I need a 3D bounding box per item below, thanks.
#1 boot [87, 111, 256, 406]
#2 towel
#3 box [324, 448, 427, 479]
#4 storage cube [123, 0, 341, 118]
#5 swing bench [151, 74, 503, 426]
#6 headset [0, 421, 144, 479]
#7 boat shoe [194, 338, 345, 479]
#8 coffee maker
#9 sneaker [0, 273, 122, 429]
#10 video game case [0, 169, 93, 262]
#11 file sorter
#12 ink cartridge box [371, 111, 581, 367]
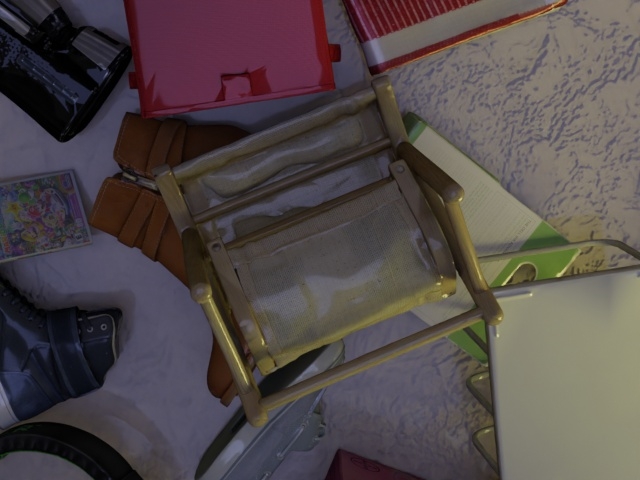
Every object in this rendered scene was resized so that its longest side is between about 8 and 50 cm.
[{"bbox_3d":[-0.139,0.015,1.446,0.220,0.109,0.284,16,95,-4],"label":"boot"},{"bbox_3d":[0.104,-0.359,1.406,0.237,0.037,0.329,-21,98,-11],"label":"towel"},{"bbox_3d":[0.112,0.338,1.442,0.243,0.213,0.117,21,98,-3],"label":"box"},{"bbox_3d":[-0.093,-0.231,1.376,0.214,0.184,0.193,-8,97,1],"label":"storage cube"},{"bbox_3d":[0.000,0.000,1.309,0.253,0.255,0.165,-22,123,-2],"label":"swing bench"},{"bbox_3d":[-0.238,0.374,1.492,0.243,0.185,0.394,-33,87,21],"label":"headset"},{"bbox_3d":[-0.039,0.197,1.497,0.081,0.079,0.227,39,101,-15],"label":"boat shoe"},{"bbox_3d":[-0.307,-0.182,1.429,0.178,0.120,0.171,39,120,-4],"label":"coffee maker"},{"bbox_3d":[-0.300,0.068,1.467,0.163,0.086,0.226,-20,96,1],"label":"sneaker"},{"bbox_3d":[-0.308,-0.024,1.452,0.122,0.011,0.087,-12,70,-20],"label":"video game case"},{"bbox_3d":[0.251,0.150,1.416,0.192,0.173,0.278,-9,104,-7],"label":"file sorter"},{"bbox_3d":[0.135,0.001,1.476,0.235,0.056,0.171,36,97,-18],"label":"ink cartridge box"}]
